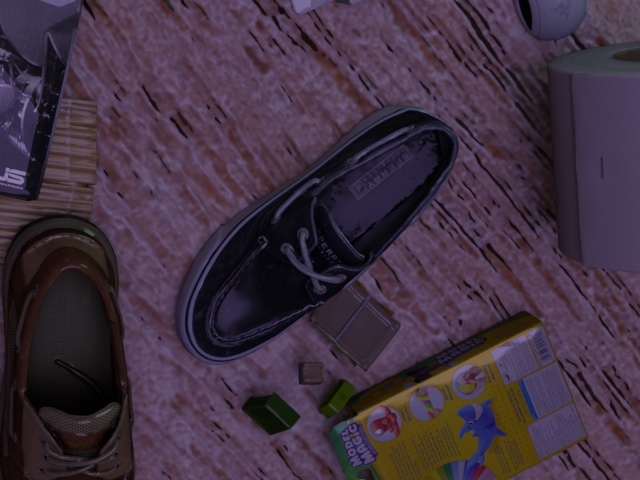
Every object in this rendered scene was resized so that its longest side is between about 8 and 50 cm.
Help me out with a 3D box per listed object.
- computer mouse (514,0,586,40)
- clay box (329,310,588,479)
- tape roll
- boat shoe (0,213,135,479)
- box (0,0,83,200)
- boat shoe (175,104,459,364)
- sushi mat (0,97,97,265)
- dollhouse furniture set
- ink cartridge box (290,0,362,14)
[{"bbox_3d":[0.198,-0.271,1.605,0.106,0.042,0.193,-20,105,-11],"label":"computer mouse"},{"bbox_3d":[0.121,0.171,1.667,0.222,0.053,0.127,-25,106,-7],"label":"clay box"},{"bbox_3d":[0.322,-0.081,1.569,0.246,0.246,0.169,-7,102,-13],"label":"tape roll"},{"bbox_3d":[-0.216,0.145,1.535,0.122,0.120,0.324,-8,108,-12],"label":"boat shoe"},{"bbox_3d":[-0.324,-0.144,1.474,0.231,0.056,0.183,14,88,-16],"label":"box"},{"bbox_3d":[0.000,0.000,1.576,0.301,0.102,0.108,-40,107,-4],"label":"boat shoe"},{"bbox_3d":[-0.346,-0.060,1.520,0.316,0.019,0.151,6,98,-16],"label":"sushi mat"},{"bbox_3d":[-0.001,0.109,1.640,0.076,0.058,0.152,42,69,-10],"label":"dollhouse furniture set"},{"bbox_3d":[0.050,-0.269,1.558,0.180,0.060,0.104,-24,106,-9],"label":"ink cartridge box"}]
